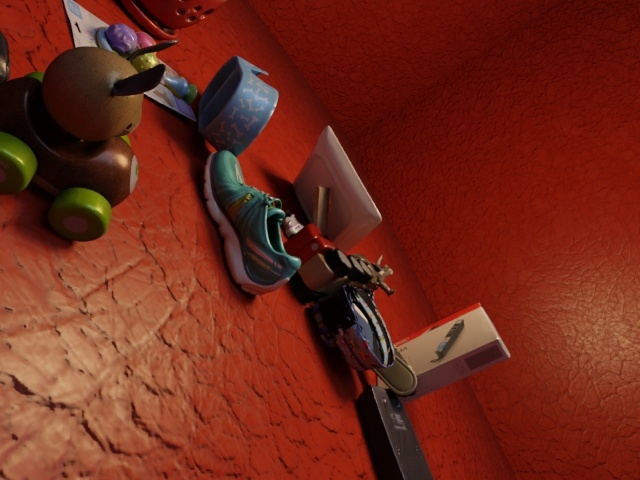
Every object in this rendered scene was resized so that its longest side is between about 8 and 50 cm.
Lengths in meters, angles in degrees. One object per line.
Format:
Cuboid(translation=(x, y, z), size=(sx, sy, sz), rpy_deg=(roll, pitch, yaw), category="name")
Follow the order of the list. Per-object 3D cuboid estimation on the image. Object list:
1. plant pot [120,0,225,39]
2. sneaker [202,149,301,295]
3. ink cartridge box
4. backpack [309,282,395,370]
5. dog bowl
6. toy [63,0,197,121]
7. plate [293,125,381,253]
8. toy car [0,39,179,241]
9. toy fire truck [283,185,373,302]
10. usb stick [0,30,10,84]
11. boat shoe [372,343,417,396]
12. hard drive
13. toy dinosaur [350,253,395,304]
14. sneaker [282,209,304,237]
Cuboid(translation=(-0.316, -0.529, 0.823), size=(0.191, 0.174, 0.191), rpy_deg=(53, 16, -23), category="plant pot")
Cuboid(translation=(-0.114, -0.043, 0.685), size=(0.275, 0.110, 0.107), rpy_deg=(64, 16, 19), category="sneaker")
Cuboid(translation=(0.279, 0.256, 1.002), size=(0.066, 0.297, 0.261), rpy_deg=(56, 16, -13), category="ink cartridge box")
Cuboid(translation=(0.073, 0.188, 0.822), size=(0.173, 0.117, 0.158), rpy_deg=(65, 16, 20), category="backpack")
Cuboid(translation=(-0.176, -0.277, 0.808), size=(0.074, 0.166, 0.297), rpy_deg=(34, 20, -34), category="dog bowl")
Cuboid(translation=(-0.302, -0.313, 0.694), size=(0.237, 0.056, 0.136), rpy_deg=(25, 37, -64), category="toy")
Cuboid(translation=(0.018, -0.105, 1.055), size=(0.045, 0.278, 0.277), rpy_deg=(-21, 76, -29), category="plate")
Cuboid(translation=(-0.207, -0.122, 0.391), size=(0.149, 0.189, 0.155), rpy_deg=(45, 21, -41), category="toy car")
Cuboid(translation=(0.000, 0.000, 0.910), size=(0.246, 0.159, 0.217), rpy_deg=(56, 14, 23), category="toy fire truck")
Cuboid(translation=(-0.373, -0.194, 0.284), size=(0.278, 0.045, 0.077), rpy_deg=(15, 54, -68), category="usb stick")
Cuboid(translation=(0.129, 0.255, 0.907), size=(0.227, 0.081, 0.068), rpy_deg=(48, -3, 35), category="boat shoe")
Cuboid(translation=(0.154, 0.416, 0.774), size=(0.172, 0.054, 0.254), rpy_deg=(39, 25, -51), category="hard drive")
Cuboid(translation=(0.131, 0.105, 1.218), size=(0.314, 0.121, 0.160), rpy_deg=(29, 22, -53), category="toy dinosaur")
Cuboid(translation=(-0.062, -0.042, 0.969), size=(0.069, 0.038, 0.098), rpy_deg=(63, 16, 10), category="sneaker")
